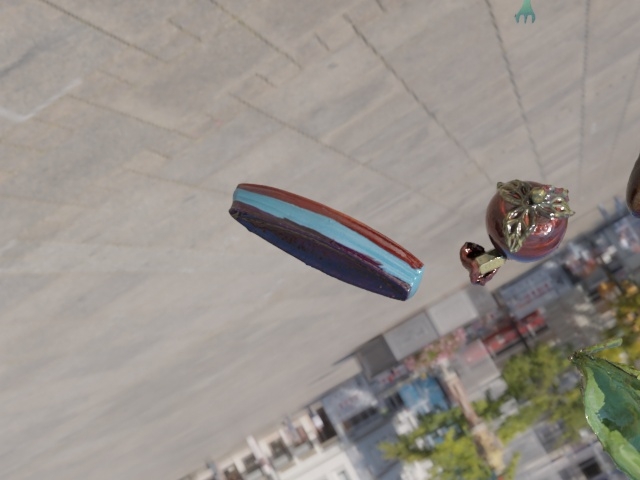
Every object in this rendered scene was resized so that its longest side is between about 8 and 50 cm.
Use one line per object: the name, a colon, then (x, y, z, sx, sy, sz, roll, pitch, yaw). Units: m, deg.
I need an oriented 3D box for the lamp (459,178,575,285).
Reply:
lamp: (0.369, -0.012, 1.745, 0.215, 0.151, 0.223, -19, 130, -6)

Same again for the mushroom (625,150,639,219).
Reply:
mushroom: (0.700, -0.124, 1.744, 0.148, 0.217, 0.227, -3, 111, -40)

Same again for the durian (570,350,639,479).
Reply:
durian: (0.578, 0.341, 1.620, 0.163, 0.394, 0.198, -43, 170, 1)

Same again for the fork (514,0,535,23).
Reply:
fork: (0.372, -0.461, 1.689, 0.039, 0.021, 0.235, 0, 153, 10)

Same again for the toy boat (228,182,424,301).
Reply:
toy boat: (0.000, 0.000, 1.712, 0.079, 0.392, 0.136, -52, 163, -46)

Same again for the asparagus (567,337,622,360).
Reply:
asparagus: (0.628, 0.246, 2.138, 0.024, 0.025, 0.248, -22, 169, 41)
